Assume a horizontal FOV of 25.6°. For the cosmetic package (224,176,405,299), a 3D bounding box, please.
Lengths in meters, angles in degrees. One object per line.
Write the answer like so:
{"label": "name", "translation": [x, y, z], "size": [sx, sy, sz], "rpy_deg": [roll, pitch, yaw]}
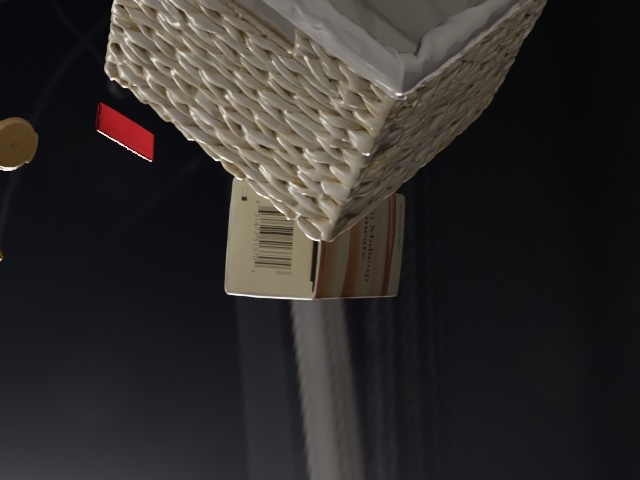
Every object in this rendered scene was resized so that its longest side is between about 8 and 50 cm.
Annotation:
{"label": "cosmetic package", "translation": [0.000, 0.000, 1.840], "size": [0.129, 0.296, 0.153], "rpy_deg": [4, -89, 22]}

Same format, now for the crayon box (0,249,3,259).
{"label": "crayon box", "translation": [-0.375, -0.062, 1.216], "size": [0.202, 0.081, 0.318], "rpy_deg": [64, 0, 3]}

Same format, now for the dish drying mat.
{"label": "dish drying mat", "translation": [-0.198, -0.109, 1.429], "size": [0.008, 0.083, 0.032], "rpy_deg": [-16, -118, 29]}

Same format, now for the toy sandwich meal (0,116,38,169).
{"label": "toy sandwich meal", "translation": [-0.433, -0.138, 1.971], "size": [0.029, 0.085, 0.086], "rpy_deg": [29, -77, 42]}

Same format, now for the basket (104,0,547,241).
{"label": "basket", "translation": [0.015, -0.238, 1.356], "size": [0.328, 0.331, 0.266], "rpy_deg": [39, -38, 12]}
